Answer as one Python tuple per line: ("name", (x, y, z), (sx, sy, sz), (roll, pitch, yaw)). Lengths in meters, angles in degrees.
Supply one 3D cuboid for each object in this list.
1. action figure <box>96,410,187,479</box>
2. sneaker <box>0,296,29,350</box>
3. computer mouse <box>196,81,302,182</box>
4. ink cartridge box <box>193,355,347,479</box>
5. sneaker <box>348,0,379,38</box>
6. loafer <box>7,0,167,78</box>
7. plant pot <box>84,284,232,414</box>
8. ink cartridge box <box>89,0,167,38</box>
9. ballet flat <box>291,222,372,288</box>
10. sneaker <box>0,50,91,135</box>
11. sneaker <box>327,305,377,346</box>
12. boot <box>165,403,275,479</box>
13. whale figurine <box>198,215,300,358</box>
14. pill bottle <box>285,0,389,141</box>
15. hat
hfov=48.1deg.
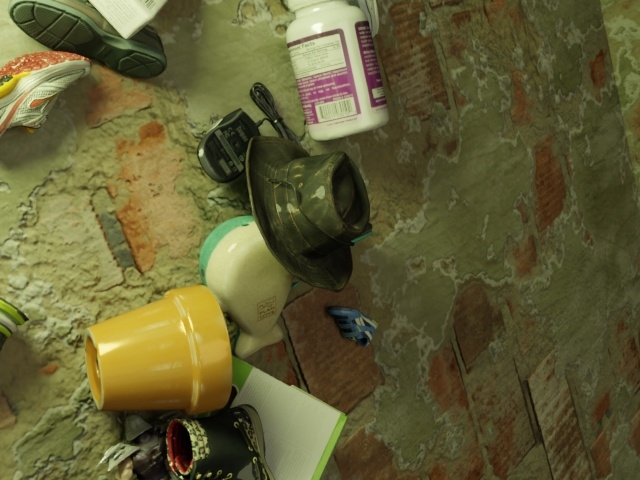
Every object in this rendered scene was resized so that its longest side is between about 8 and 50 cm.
("action figure", (-0.269, 0.401, 1.172), (0.185, 0.099, 0.285), (-26, 103, -34))
("sneaker", (-0.532, 0.083, 0.918), (0.300, 0.111, 0.121), (36, 69, -35))
("computer mouse", (-0.135, -0.160, 1.345), (0.184, 0.060, 0.262), (55, 43, -23))
("ink cartridge box", (-0.107, 0.357, 1.338), (0.255, 0.097, 0.189), (29, 64, -3))
("sneaker", (0.064, -0.550, 1.541), (0.091, 0.094, 0.258), (-35, 118, -59))
("loafer", (-0.360, -0.336, 1.122), (0.267, 0.096, 0.084), (17, 57, -50))
("plant pot", (-0.263, 0.183, 1.126), (0.187, 0.205, 0.205), (-7, 93, -28))
("ink cartridge box", (-0.347, -0.494, 1.123), (0.296, 0.066, 0.261), (48, 31, -25))
("ballet flat", (0.000, 0.000, 1.447), (0.280, 0.095, 0.096), (-34, 99, -40))
("sneaker", (-0.431, -0.213, 1.053), (0.225, 0.088, 0.093), (-42, 137, -37))
("sneaker", (0.067, 0.181, 1.530), (0.144, 0.053, 0.059), (34, 68, -37))
("boot", (-0.159, 0.390, 1.164), (0.178, 0.085, 0.237), (12, 59, -54))
("whale figurine", (-0.134, 0.080, 1.304), (0.216, 0.141, 0.272), (-24, 128, -28))
("pill bottle", (0.026, -0.361, 1.429), (0.169, 0.169, 0.302), (-24, 105, -42))
("hat", (0.005, -0.079, 1.275), (0.331, 0.133, 0.331), (41, 32, -33))
